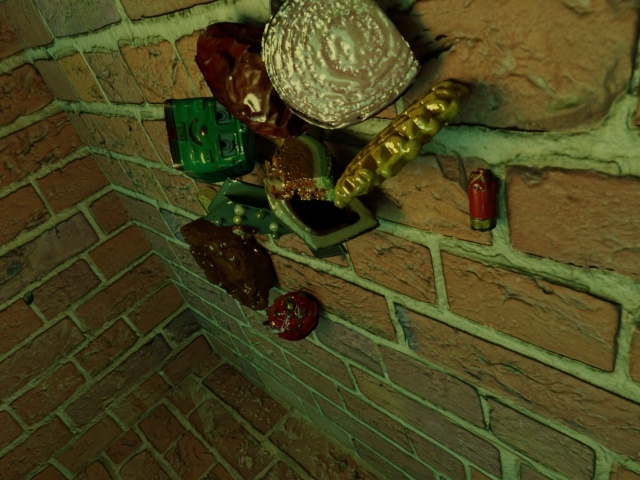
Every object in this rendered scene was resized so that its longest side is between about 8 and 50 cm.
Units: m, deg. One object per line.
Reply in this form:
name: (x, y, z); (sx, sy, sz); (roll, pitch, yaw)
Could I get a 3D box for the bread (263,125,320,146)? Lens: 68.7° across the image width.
bread: (-0.086, -0.291, 1.160); (0.188, 0.068, 0.125); (34, 148, 27)

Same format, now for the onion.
onion: (0.031, -0.336, 0.850); (0.248, 0.111, 0.250); (-31, 108, 34)

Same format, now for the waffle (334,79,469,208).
waffle: (0.133, -0.177, 0.862); (0.309, 0.283, 0.065); (-40, 100, 19)

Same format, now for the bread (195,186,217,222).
bread: (-0.426, -0.142, 1.841); (0.118, 0.064, 0.156); (14, 135, 41)

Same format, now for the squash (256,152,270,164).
squash: (-0.177, -0.243, 1.400); (0.089, 0.027, 0.027); (29, 146, 30)

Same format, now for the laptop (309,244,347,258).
laptop: (0.000, 0.000, 1.456); (0.129, 0.016, 0.180); (56, 151, -13)

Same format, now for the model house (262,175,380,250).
model house: (0.005, -0.096, 1.182); (0.268, 0.173, 0.239); (46, -165, -1)

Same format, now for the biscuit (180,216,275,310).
biscuit: (-0.370, 0.084, 1.930); (0.395, 0.166, 0.342); (24, 142, 38)

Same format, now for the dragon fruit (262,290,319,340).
dragon fruit: (-0.104, 0.289, 1.783); (0.193, 0.192, 0.274); (36, 162, 7)

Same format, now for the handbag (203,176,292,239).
handbag: (-0.186, -0.074, 1.393); (0.269, 0.100, 0.274); (12, 162, -26)

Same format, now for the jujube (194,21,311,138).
jujube: (-0.140, -0.362, 1.022); (0.342, 0.216, 0.216); (42, 152, 32)

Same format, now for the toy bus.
toy bus: (-0.269, -0.255, 1.223); (0.343, 0.200, 0.183); (-153, 55, -84)

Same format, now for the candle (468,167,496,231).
candle: (0.304, -0.080, 0.883); (0.052, 0.052, 0.130); (21, 140, 42)

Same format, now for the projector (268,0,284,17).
projector: (-0.041, -0.436, 0.901); (0.083, 0.082, 0.083); (36, 149, 24)

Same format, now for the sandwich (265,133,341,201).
sandwich: (-0.044, -0.170, 1.026); (0.079, 0.159, 0.235); (77, 178, -46)
